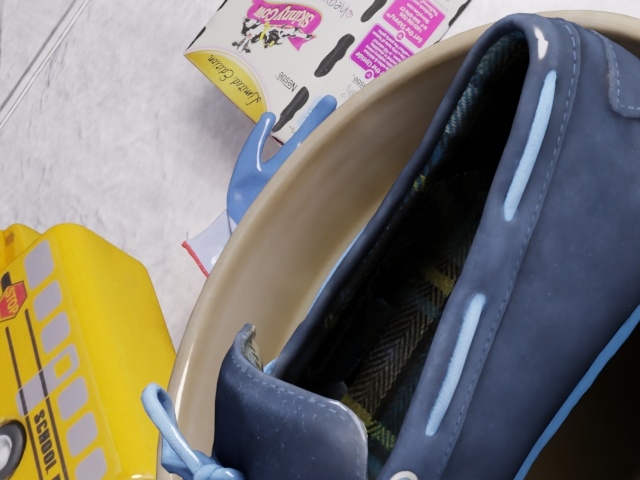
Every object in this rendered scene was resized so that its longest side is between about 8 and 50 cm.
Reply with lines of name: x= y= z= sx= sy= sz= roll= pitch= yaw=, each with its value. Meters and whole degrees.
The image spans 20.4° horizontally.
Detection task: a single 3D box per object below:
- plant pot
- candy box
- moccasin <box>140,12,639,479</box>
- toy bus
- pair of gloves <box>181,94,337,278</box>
plant pot: x=0.133 y=0.102 z=0.813 sx=0.323 sy=0.280 sz=0.323 roll=-25 pitch=48 yaw=31
candy box: x=0.021 y=-0.182 z=1.297 sx=0.233 sy=0.071 sz=0.159 roll=-52 pitch=39 yaw=5
moccasin: x=0.003 y=0.064 z=0.658 sx=0.138 sy=0.117 sz=0.342 roll=28 pitch=85 yaw=51
toy bus: x=-0.174 y=0.102 z=1.267 sx=0.130 sy=0.108 sz=0.332 roll=-42 pitch=40 yaw=16
pair of gloves: x=0.000 y=0.000 z=1.182 sx=0.159 sy=0.023 sz=0.198 roll=-43 pitch=63 yaw=5
